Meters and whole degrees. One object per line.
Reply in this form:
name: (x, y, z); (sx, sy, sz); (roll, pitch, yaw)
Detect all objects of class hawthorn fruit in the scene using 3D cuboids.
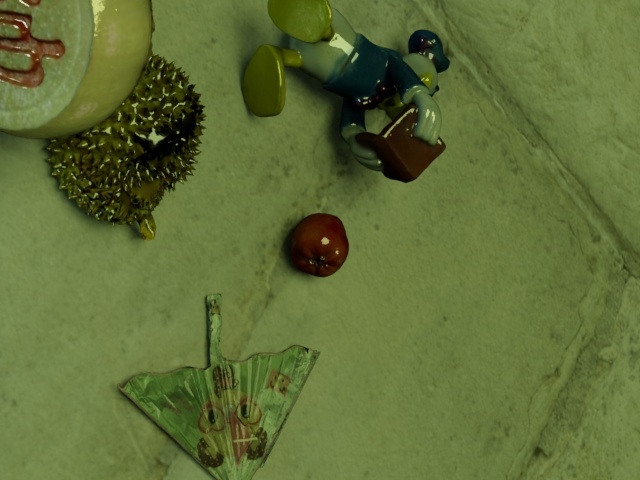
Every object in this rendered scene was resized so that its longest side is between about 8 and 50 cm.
hawthorn fruit: (0.000, 0.000, 1.978); (0.081, 0.081, 0.093); (43, 31, -25)

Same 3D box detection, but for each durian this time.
durian: (-0.220, -0.119, 1.781); (0.193, 0.137, 0.237); (-23, 98, -38)

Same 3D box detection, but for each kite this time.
kite: (-0.119, 0.201, 1.889); (0.323, 0.013, 0.268); (-9, 90, -40)

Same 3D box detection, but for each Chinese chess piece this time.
Chinese chess piece: (-0.314, -0.248, 1.646); (0.112, 0.270, 0.270); (-20, 96, -57)

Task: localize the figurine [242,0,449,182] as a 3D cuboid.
figurine: (0.091, -0.220, 2.012); (0.338, 0.204, 0.284); (-19, 69, -50)
